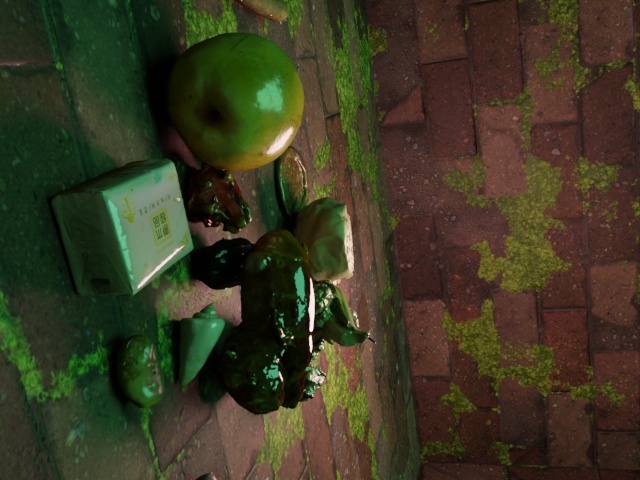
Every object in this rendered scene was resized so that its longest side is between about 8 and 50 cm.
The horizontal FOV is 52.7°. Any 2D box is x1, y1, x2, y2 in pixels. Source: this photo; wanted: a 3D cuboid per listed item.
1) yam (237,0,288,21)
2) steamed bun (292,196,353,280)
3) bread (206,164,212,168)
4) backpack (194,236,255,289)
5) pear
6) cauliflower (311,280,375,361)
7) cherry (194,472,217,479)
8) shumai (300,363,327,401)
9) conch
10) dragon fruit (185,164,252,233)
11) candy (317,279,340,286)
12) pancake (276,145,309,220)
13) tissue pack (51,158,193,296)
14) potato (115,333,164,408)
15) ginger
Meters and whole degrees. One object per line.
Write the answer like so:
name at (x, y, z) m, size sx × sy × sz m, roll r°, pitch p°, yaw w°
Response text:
yam at (-0.187, -0.681, 1.799) m, size 0.371 × 0.083 × 0.083 m, roll -12°, pitch 98°, yaw -70°
steamed bun at (0.000, 0.003, 2.058) m, size 0.289 × 0.203 × 0.275 m, roll -89°, pitch 173°, yaw -57°
bread at (-0.238, -0.192, 1.572) m, size 0.110 × 0.060 × 0.066 m, roll -61°, pitch 174°, yaw -59°
backpack at (-0.221, 0.052, 1.504) m, size 0.165 × 0.106 × 0.119 m, roll 1°, pitch 106°, yaw -55°
pear at (-0.181, -0.301, 1.409) m, size 0.314 × 0.315 × 0.314 m, roll -4°, pitch 90°, yaw -72°
cauliflower at (0.037, 0.256, 1.994) m, size 0.239 × 0.315 × 0.256 m, roll -22°, pitch 123°, yaw -30°
cherry at (-0.241, 0.566, 1.365) m, size 0.106 × 0.087 × 0.126 m, roll 51°, pitch 21°, yaw -51°
shumai at (-0.079, 0.406, 1.840) m, size 0.141 × 0.184 × 0.184 m, roll -60°, pitch 150°, yaw -18°
conch at (-0.256, 0.222, 1.383) m, size 0.094 × 0.104 × 0.176 m, roll 4°, pitch 85°, yaw -27°
dragon fruit at (-0.230, -0.086, 1.461) m, size 0.150 × 0.208 × 0.133 m, roll -52°, pitch 146°, yaw 8°
candy at (-0.003, 0.044, 2.259) m, size 0.084 × 0.078 × 0.287 m, roll -36°, pitch 114°, yaw -55°
pancake at (-0.090, -0.186, 2.072) m, size 0.250 × 0.031 × 0.249 m, roll -3°, pitch 90°, yaw -70°
tissue pack at (-0.335, -0.028, 1.132) m, size 0.225 × 0.124 × 0.184 m, roll -51°, pitch 136°, yaw -64°
potato at (-0.330, 0.238, 1.180) m, size 0.091 × 0.070 × 0.137 m, roll -40°, pitch 126°, yaw -70°
ginger at (-0.118, 0.185, 1.422) m, size 0.254 × 0.176 × 0.418 m, roll 0°, pitch 94°, yaw -58°
